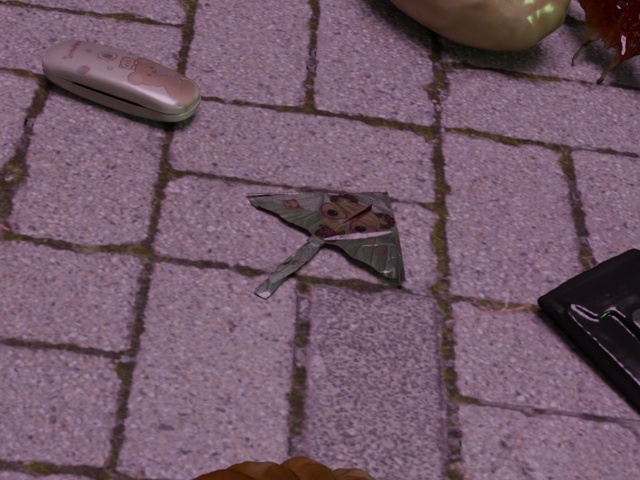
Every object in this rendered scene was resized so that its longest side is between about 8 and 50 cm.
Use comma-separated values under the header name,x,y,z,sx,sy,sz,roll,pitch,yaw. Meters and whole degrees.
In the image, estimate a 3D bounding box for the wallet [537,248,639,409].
name,x,y,z,sx,sy,sz,roll,pitch,yaw
wallet,0.366,0.110,1.712,0.169,0.052,0.245,-20,48,-28

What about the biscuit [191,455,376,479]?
name,x,y,z,sx,sy,sz,roll,pitch,yaw
biscuit,-0.009,0.299,1.337,0.326,0.107,0.325,9,38,-7

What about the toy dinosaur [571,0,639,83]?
name,x,y,z,sx,sy,sz,roll,pitch,yaw
toy dinosaur,0.435,-0.292,2.206,0.327,0.113,0.206,12,71,37

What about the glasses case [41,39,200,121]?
name,x,y,z,sx,sy,sz,roll,pitch,yaw
glasses case,-0.245,-0.197,1.967,0.204,0.051,0.081,19,39,12

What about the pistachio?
name,x,y,z,sx,sy,sz,roll,pitch,yaw
pistachio,0.198,-0.370,2.197,0.318,0.214,0.193,29,83,35

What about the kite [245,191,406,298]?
name,x,y,z,sx,sy,sz,roll,pitch,yaw
kite,0.000,-0.001,1.800,0.229,0.012,0.250,26,40,26
